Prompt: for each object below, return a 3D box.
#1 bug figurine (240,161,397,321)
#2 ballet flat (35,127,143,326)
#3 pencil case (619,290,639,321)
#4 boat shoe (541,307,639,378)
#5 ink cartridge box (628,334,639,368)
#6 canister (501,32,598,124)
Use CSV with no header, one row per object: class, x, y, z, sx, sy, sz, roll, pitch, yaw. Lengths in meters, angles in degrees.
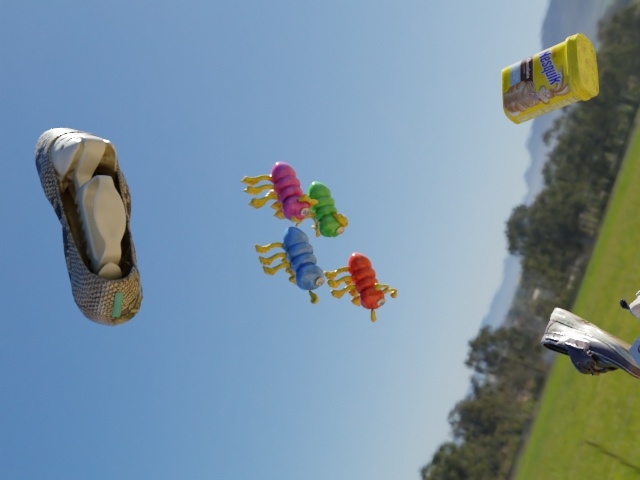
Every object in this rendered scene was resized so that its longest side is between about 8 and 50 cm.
bug figurine,0.000,0.000,1.301,0.072,0.216,0.279,-32,-22,18
ballet flat,-0.418,-0.076,1.807,0.182,0.164,0.483,116,141,-47
pencil case,0.744,0.248,1.847,0.183,0.410,0.160,-13,-23,-40
boat shoe,0.517,0.212,1.844,0.092,0.102,0.285,-61,25,2
ink cartridge box,0.328,0.106,0.807,0.135,0.056,0.099,-108,37,-53
canister,0.430,-0.301,1.841,0.073,0.170,0.126,25,-123,-40
